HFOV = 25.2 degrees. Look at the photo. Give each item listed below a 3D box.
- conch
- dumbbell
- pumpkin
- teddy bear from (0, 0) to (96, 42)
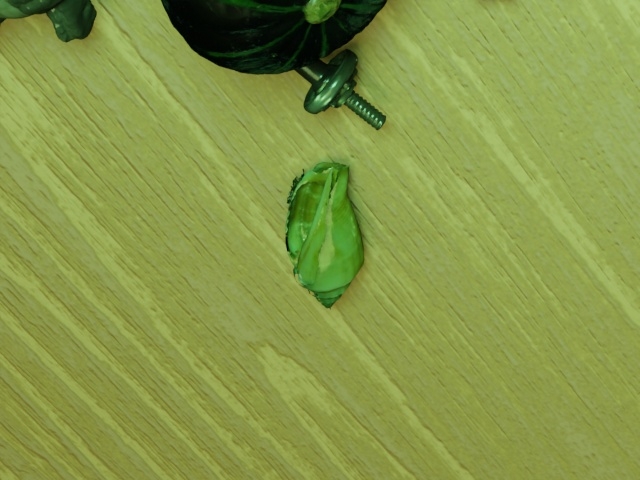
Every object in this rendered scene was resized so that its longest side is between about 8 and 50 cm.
[{"bbox_3d":[0.003,0.001,1.643,0.095,0.079,0.201,8,117,30],"label":"conch"},{"bbox_3d":[-0.033,-0.196,1.472,0.254,0.082,0.081,37,132,-14],"label":"dumbbell"},{"bbox_3d":[-0.049,-0.290,1.324,0.248,0.248,0.248,10,133,11],"label":"pumpkin"},{"bbox_3d":[-0.319,-0.276,1.475,0.251,0.144,0.171,-3,150,23],"label":"teddy bear"}]
